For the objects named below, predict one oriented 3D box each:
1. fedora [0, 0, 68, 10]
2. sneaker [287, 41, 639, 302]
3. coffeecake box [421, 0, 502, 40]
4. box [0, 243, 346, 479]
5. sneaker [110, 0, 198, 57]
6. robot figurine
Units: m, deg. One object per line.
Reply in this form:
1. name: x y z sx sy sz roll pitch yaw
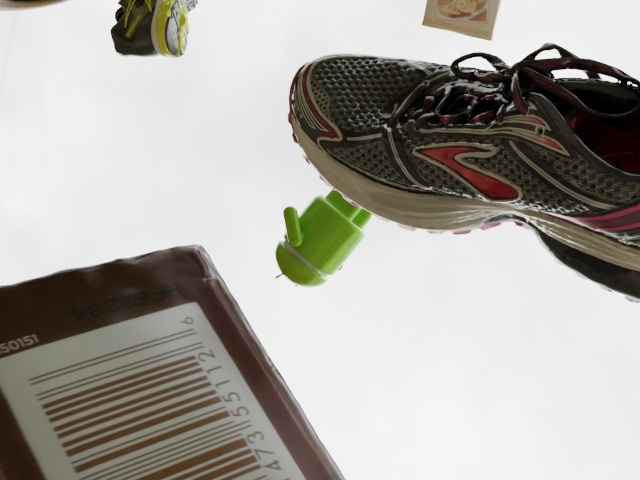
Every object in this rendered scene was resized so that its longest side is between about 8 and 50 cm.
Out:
1. fedora: -0.254 -0.272 0.955 0.194 0.194 0.079 -21 -96 40
2. sneaker: 0.113 -0.067 0.631 0.299 0.120 0.112 18 -31 28
3. coffeecake box: 0.145 -0.294 0.928 0.068 0.142 0.185 14 -42 7
4. box: -0.120 0.200 0.545 0.191 0.143 0.381 55 -41 25
5. sneaker: -0.081 -0.117 0.520 0.035 0.083 0.031 -6 -49 7
6. robot figurine: 0.000 0.000 1.103 0.115 0.101 0.067 -51 -123 6
